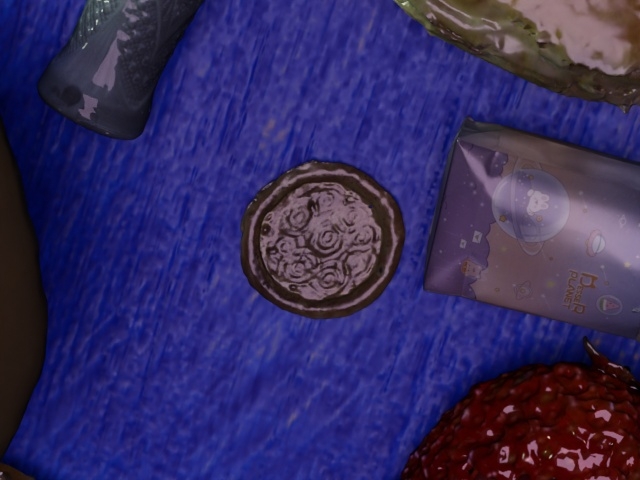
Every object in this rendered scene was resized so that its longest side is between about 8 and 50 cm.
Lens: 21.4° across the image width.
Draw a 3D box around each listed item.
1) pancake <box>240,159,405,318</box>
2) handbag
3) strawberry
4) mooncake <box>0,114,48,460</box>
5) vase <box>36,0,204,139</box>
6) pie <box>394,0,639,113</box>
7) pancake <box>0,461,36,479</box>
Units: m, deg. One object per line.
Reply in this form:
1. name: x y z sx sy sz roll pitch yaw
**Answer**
1. pancake: 0.000 0.000 1.141 0.115 0.011 0.115 0 98 3
2. handbag: 0.159 -0.004 1.093 0.173 0.095 0.117 16 115 7
3. strawberry: 0.127 0.163 1.108 0.228 0.098 0.174 -9 109 12
4. mooncake: -0.401 0.020 0.999 0.467 0.262 0.467 -1 94 -18
5. vase: -0.102 -0.173 1.079 0.096 0.096 0.219 29 104 -1
6. pie: 0.187 -0.239 1.018 0.339 0.083 0.339 0 93 6
7. pancake: -0.264 0.339 1.139 0.386 0.082 0.387 1 77 -5
